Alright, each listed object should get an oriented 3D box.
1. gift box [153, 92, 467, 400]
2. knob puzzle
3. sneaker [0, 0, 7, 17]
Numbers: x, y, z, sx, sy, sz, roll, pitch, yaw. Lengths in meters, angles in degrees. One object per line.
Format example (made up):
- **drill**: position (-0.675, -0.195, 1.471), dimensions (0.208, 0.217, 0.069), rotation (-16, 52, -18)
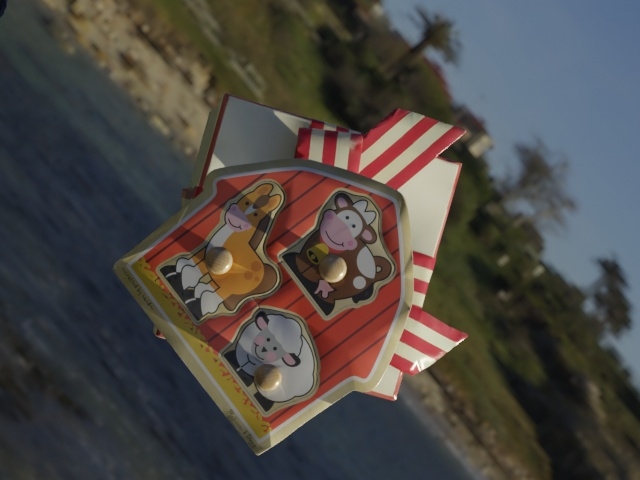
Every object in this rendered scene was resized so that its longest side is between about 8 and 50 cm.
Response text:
- **gift box**: position (0.000, 0.000, 1.511), dimensions (0.276, 0.255, 0.258), rotation (11, 0, -7)
- **knob puzzle**: position (-0.019, 0.026, 1.136), dimensions (0.213, 0.213, 0.030), rotation (51, -3, 6)
- **sneaker**: position (-0.405, -0.172, 1.665), dimensions (0.121, 0.299, 0.111), rotation (3, -14, 27)
